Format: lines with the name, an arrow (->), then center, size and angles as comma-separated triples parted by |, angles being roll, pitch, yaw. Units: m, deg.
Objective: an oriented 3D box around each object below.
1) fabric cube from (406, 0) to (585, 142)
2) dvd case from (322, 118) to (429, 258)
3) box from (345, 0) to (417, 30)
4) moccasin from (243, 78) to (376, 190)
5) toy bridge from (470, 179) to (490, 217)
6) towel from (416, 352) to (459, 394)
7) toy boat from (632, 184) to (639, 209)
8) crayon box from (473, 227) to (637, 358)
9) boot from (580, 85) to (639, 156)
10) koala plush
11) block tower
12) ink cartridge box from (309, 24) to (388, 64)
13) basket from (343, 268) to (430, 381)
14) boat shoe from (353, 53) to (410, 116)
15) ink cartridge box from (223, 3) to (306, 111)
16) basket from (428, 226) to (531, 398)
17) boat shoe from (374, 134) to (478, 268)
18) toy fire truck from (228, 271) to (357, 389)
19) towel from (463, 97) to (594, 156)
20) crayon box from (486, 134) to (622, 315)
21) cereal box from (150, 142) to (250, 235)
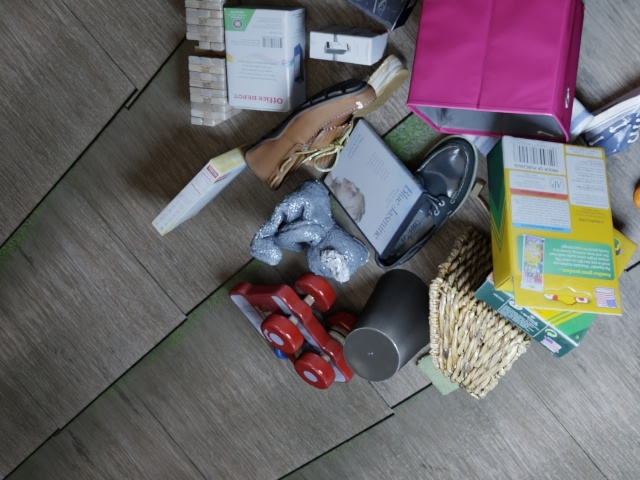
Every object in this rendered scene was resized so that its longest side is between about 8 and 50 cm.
fabric cube -> 0.320, -0.329, 1.533 | 0.259, 0.254, 0.258 | 8, 88, 21
dvd case -> 0.110, -0.110, 1.826 | 0.253, 0.022, 0.180 | 54, 127, 33
box -> 0.125, -0.522, 1.684 | 0.158, 0.093, 0.156 | 35, 121, 7
moccasin -> -0.014, -0.213, 1.820 | 0.380, 0.139, 0.147 | -32, 96, 40
toy bridge -> 0.394, -0.052, 1.788 | 0.188, 0.026, 0.063 | 32, 122, 10
towel -> 0.301, 0.281, 1.964 | 0.110, 0.027, 0.148 | 48, 120, 0
toy boat -> 0.652, -0.085, 1.610 | 0.151, 0.151, 0.231 | -11, 107, 59
crayon box -> 0.456, 0.036, 1.632 | 0.202, 0.318, 0.081 | 37, 151, 6
boot -> 0.579, -0.226, 1.617 | 0.190, 0.069, 0.086 | -27, 102, 40
koala plush -> 0.000, 0.000, 1.901 | 0.221, 0.196, 0.203 | 40, 111, 10
block tower -> -0.231, -0.425, 1.888 | 0.091, 0.097, 0.335 | 10, 116, 21
ink cartridge box -> 0.057, -0.400, 1.761 | 0.135, 0.099, 0.056 | 12, 116, 21
basket -> 0.148, 0.197, 1.884 | 0.154, 0.227, 0.204 | -2, 109, 25
boat shoe -> 0.116, -0.321, 1.794 | 0.170, 0.063, 0.059 | -39, 68, 39
ink cartridge box -> -0.117, -0.391, 1.848 | 0.154, 0.093, 0.212 | 8, 112, 22
basket -> 0.301, 0.149, 1.752 | 0.223, 0.299, 0.213 | 35, 123, 5
boat shoe -> 0.210, -0.071, 1.814 | 0.127, 0.113, 0.340 | 41, 121, 5
toy fire truck -> -0.057, 0.212, 2.023 | 0.254, 0.169, 0.302 | -4, 130, 53
towel -> 0.365, -0.253, 1.686 | 0.285, 0.034, 0.209 | 47, 122, 15
crayon box -> 0.412, -0.017, 1.544 | 0.203, 0.323, 0.083 | 6, 157, -11
cereal box -> -0.265, -0.119, 1.979 | 0.047, 0.173, 0.240 | 49, 121, 1
